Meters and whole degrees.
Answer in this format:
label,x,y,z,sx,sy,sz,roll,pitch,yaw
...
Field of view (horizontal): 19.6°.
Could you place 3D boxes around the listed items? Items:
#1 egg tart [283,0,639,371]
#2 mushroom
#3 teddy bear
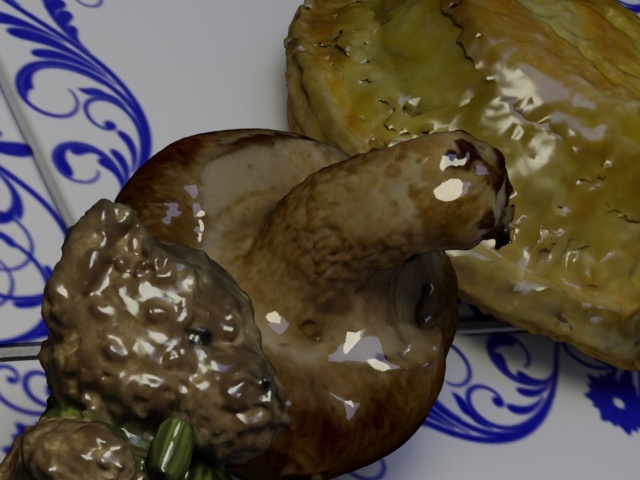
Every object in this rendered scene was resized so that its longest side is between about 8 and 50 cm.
label,x,y,z,sx,sy,sz,roll,pitch,yaw
egg tart,0.180,-0.100,1.495,0.443,0.178,0.443,22,36,-16
mushroom,-0.016,0.012,1.222,0.267,0.254,0.267,20,12,-5
teddy bear,-0.070,0.155,0.986,0.296,0.222,0.246,46,9,36
